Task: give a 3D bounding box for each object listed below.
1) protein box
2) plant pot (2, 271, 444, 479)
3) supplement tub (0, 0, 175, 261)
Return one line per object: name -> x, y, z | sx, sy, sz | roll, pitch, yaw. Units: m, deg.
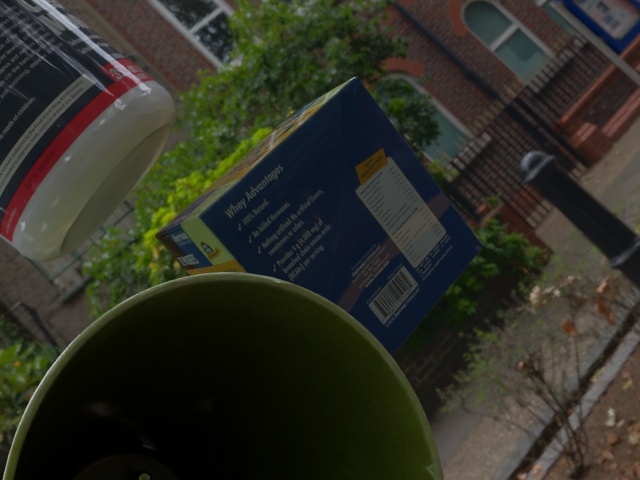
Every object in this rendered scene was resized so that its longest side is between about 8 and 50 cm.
protein box -> 0.000, 0.000, 0.638 | 0.200, 0.201, 0.136 | -46, 15, -24
plant pot -> -0.105, 0.202, 0.509 | 0.275, 0.275, 0.293 | -42, 2, -38
supplement tub -> -0.282, -0.130, 0.594 | 0.191, 0.272, 0.191 | -50, 6, 7
